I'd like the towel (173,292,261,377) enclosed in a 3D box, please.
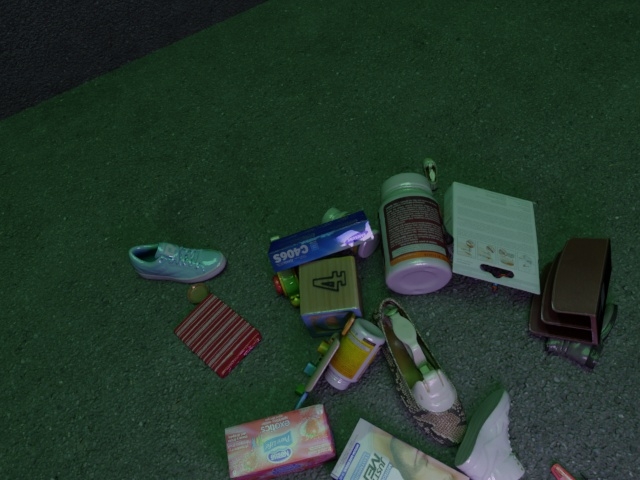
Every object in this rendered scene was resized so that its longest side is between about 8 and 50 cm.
[{"bbox_3d":[-0.361,0.327,1.805,0.275,0.031,0.199,33,70,28],"label":"towel"}]

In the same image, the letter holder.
[{"bbox_3d":[0.775,0.145,1.624,0.214,0.152,0.302,5,50,35],"label":"letter holder"}]

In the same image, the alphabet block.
[{"bbox_3d":[0.040,0.190,1.729,0.193,0.192,0.197,-8,56,6],"label":"alphabet block"}]

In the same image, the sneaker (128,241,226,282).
[{"bbox_3d":[-0.543,0.072,1.926,0.366,0.150,0.135,-5,58,6],"label":"sneaker"}]

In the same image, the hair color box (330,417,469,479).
[{"bbox_3d":[0.219,0.669,1.446,0.339,0.110,0.185,23,63,20],"label":"hair color box"}]

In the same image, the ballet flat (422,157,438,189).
[{"bbox_3d":[0.442,-0.276,2.050,0.057,0.052,0.168,-7,56,5],"label":"ballet flat"}]

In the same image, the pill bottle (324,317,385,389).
[{"bbox_3d":[0.101,0.358,1.613,0.117,0.117,0.215,39,105,28],"label":"pill bottle"}]

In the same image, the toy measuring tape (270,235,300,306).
[{"bbox_3d":[-0.131,0.091,1.870,0.121,0.121,0.330,-19,56,-4],"label":"toy measuring tape"}]

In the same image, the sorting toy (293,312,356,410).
[{"bbox_3d":[-0.001,0.364,1.600,0.047,0.196,0.347,32,88,3],"label":"sorting toy"}]

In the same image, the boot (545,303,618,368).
[{"bbox_3d":[0.819,0.270,1.625,0.161,0.083,0.246,25,63,29],"label":"boot"}]

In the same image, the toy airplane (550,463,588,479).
[{"bbox_3d":[0.673,0.695,1.401,0.151,0.028,0.151,-5,56,7],"label":"toy airplane"}]

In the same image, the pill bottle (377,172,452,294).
[{"bbox_3d":[0.319,-0.029,1.809,0.224,0.224,0.392,-6,57,6],"label":"pill bottle"}]

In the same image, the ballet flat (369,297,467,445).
[{"bbox_3d":[0.290,0.379,1.572,0.164,0.182,0.483,-20,56,-13],"label":"ballet flat"}]

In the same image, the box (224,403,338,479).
[{"bbox_3d":[-0.112,0.599,1.515,0.300,0.154,0.142,-14,56,-1],"label":"box"}]

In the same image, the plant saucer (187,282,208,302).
[{"bbox_3d":[-0.452,0.197,1.911,0.083,0.015,0.083,-5,57,7],"label":"plant saucer"}]

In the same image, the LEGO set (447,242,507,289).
[{"bbox_3d":[0.586,0.073,1.816,0.182,0.060,0.244,-25,46,-7],"label":"LEGO set"}]

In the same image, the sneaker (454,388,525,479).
[{"bbox_3d":[0.509,0.579,1.471,0.169,0.108,0.292,42,54,3],"label":"sneaker"}]

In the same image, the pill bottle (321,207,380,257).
[{"bbox_3d":[0.109,-0.035,1.910,0.208,0.117,0.117,35,69,27],"label":"pill bottle"}]

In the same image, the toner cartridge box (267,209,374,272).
[{"bbox_3d":[0.000,0.000,1.755,0.348,0.075,0.165,-19,15,5],"label":"toner cartridge box"}]

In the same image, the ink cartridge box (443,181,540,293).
[{"bbox_3d":[0.580,-0.002,1.767,0.308,0.091,0.385,14,57,-5],"label":"ink cartridge box"}]
